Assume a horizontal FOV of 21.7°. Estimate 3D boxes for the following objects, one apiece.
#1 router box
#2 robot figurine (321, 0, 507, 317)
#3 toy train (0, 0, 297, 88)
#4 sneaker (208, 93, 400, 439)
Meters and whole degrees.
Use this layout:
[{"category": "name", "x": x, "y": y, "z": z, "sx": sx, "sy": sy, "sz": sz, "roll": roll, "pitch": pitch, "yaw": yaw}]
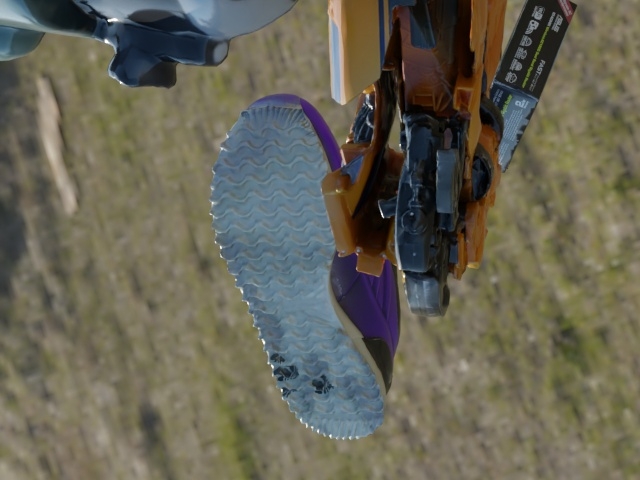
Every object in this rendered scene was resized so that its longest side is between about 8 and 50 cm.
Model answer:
[{"category": "router box", "x": 0.150, "y": -0.120, "z": 1.262, "sx": 0.038, "sy": 0.092, "sz": 0.122, "roll": 23, "pitch": 155, "yaw": 4}, {"category": "robot figurine", "x": 0.050, "y": -0.108, "z": 0.836, "sx": 0.211, "sy": 0.085, "sz": 0.291, "roll": -69, "pitch": -18, "yaw": -51}, {"category": "toy train", "x": -0.136, "y": -0.156, "z": 0.520, "sx": 0.334, "sy": 0.142, "sz": 0.190, "roll": 12, "pitch": 102, "yaw": 27}, {"category": "sneaker", "x": -0.001, "y": 0.000, "z": 1.309, "sx": 0.146, "sy": 0.102, "sz": 0.293, "roll": -62, "pitch": -35, "yaw": -52}]
